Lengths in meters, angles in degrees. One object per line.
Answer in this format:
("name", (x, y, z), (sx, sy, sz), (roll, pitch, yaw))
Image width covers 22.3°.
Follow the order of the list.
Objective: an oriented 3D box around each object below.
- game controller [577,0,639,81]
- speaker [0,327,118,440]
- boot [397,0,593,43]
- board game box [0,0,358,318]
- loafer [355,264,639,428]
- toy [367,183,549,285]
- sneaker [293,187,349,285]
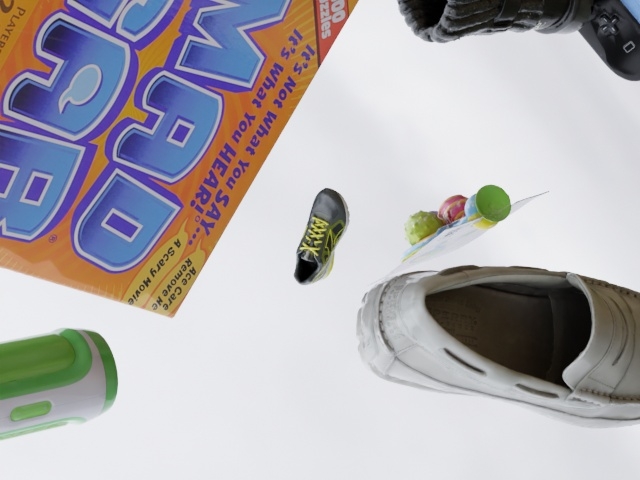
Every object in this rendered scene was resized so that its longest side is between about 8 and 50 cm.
("game controller", (0.471, -0.349, 2.093), (0.166, 0.319, 0.067), (54, -151, 7))
("speaker", (-0.396, 0.183, 1.950), (0.296, 0.131, 0.131), (-10, -116, -39))
("boot", (0.201, -0.413, 2.010), (0.260, 0.131, 0.348), (-4, -102, -36))
("board game box", (-0.261, -0.199, 1.464), (0.356, 0.356, 0.356), (21, -167, -47))
("loafer", (0.184, 0.078, 1.217), (0.319, 0.111, 0.112), (5, -107, -24))
("toy", (0.143, -0.019, 1.829), (0.056, 0.137, 0.237), (67, 156, 4))
("sneaker", (0.000, 0.000, 1.256), (0.031, 0.083, 0.035), (19, -152, 17))
